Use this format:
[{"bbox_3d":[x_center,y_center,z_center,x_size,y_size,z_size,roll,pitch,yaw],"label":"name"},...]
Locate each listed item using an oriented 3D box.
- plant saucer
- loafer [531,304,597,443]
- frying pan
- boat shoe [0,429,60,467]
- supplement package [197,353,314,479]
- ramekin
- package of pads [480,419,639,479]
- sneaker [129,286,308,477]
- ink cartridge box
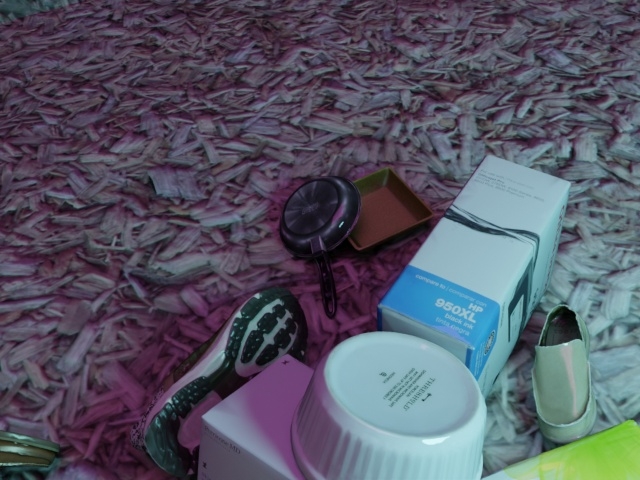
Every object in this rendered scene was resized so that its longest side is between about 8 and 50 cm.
[{"bbox_3d":[0.115,-0.058,1.625,0.188,0.045,0.188,-24,48,-15],"label":"plant saucer"},{"bbox_3d":[0.400,0.215,1.282,0.102,0.092,0.268,-15,36,26],"label":"loafer"},{"bbox_3d":[-0.024,-0.001,1.569,0.197,0.053,0.326,-2,59,34],"label":"frying pan"},{"bbox_3d":[-0.583,0.349,1.230,0.307,0.111,0.104,16,67,-26],"label":"boat shoe"},{"bbox_3d":[-0.018,0.324,1.133,0.262,0.145,0.204,25,34,27],"label":"supplement package"},{"bbox_3d":[0.099,0.237,1.041,0.273,0.127,0.273,7,30,-4],"label":"ramekin"},{"bbox_3d":[0.386,0.409,1.108,0.297,0.101,0.229,-18,48,-11],"label":"package of pads"},{"bbox_3d":[-0.185,0.222,1.326,0.182,0.158,0.410,-11,25,46],"label":"sneaker"},{"bbox_3d":[0.261,0.091,1.298,0.166,0.285,0.395,23,53,24],"label":"ink cartridge box"}]
